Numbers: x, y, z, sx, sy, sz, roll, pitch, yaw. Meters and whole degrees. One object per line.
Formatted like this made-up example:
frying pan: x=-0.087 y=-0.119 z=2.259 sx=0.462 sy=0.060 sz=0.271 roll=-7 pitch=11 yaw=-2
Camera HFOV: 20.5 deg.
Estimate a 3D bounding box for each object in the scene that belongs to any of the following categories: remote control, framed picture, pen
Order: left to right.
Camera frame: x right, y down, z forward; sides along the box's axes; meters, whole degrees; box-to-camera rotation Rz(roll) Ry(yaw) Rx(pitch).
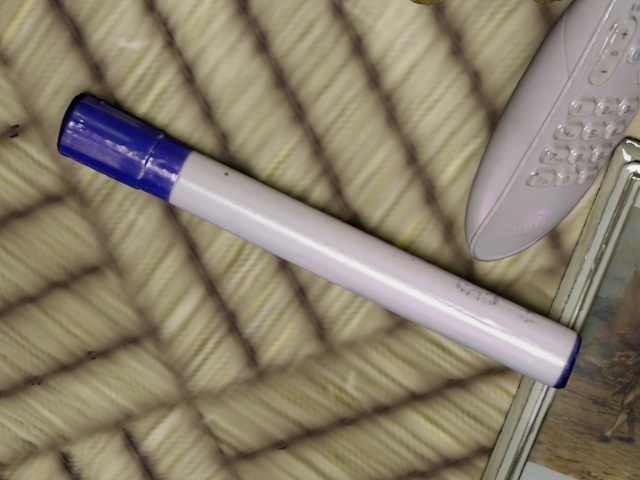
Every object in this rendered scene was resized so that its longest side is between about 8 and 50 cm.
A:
pen: x=0.000 y=0.000 z=0.842 sx=0.269 sy=0.033 sz=0.033 roll=25 pitch=115 yaw=2
remote control: x=0.123 y=-0.088 z=0.776 sx=0.044 sy=0.073 sz=0.229 roll=42 pitch=119 yaw=32
framed picture: x=0.234 y=0.087 z=0.852 sx=0.274 sy=0.017 sz=0.217 roll=18 pitch=114 yaw=3

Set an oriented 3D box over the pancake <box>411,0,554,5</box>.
pancake: x=-0.037 y=-0.230 z=0.751 sx=0.376 sy=0.054 sz=0.197 roll=42 pitch=115 yaw=-11
